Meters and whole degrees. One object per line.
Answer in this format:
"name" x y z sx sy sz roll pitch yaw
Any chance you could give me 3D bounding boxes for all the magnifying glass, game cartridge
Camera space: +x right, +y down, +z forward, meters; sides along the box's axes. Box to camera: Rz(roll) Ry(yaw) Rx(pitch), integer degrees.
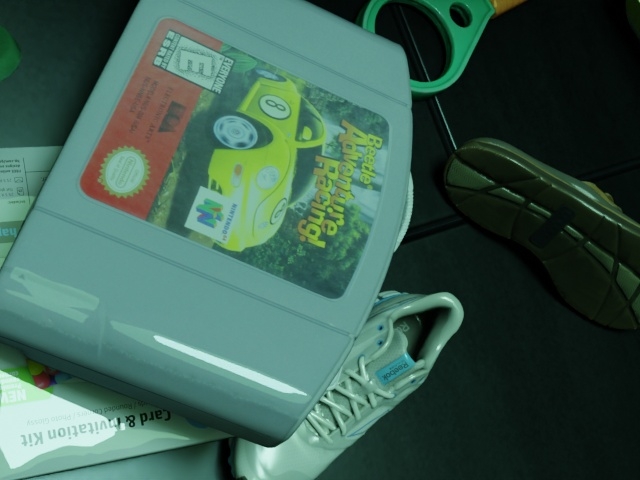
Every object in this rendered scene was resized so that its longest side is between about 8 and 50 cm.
"magnifying glass" 0.119 -0.186 0.743 0.231 0.026 0.092 -32 91 -32
"game cartridge" -0.047 -0.039 0.537 0.196 0.060 0.294 25 56 -14

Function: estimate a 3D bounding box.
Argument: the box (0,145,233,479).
"box" -0.135 0.036 0.532 0.145 0.038 0.186 -5 78 -29

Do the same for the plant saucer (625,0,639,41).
"plant saucer" 0.379 -0.190 0.870 0.188 0.045 0.188 -35 92 -32

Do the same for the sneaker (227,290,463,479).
"sneaker" 0.021 0.088 0.573 0.191 0.083 0.071 -43 98 -30

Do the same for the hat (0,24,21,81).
"hat" -0.255 -0.015 0.488 0.173 0.183 0.208 13 29 13

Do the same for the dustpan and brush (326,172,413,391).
"dustpan and brush" 0.000 0.000 0.593 0.147 0.060 0.211 16 64 -23

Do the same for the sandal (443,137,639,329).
"sandal" 0.191 -0.012 0.707 0.219 0.090 0.060 33 40 -8
